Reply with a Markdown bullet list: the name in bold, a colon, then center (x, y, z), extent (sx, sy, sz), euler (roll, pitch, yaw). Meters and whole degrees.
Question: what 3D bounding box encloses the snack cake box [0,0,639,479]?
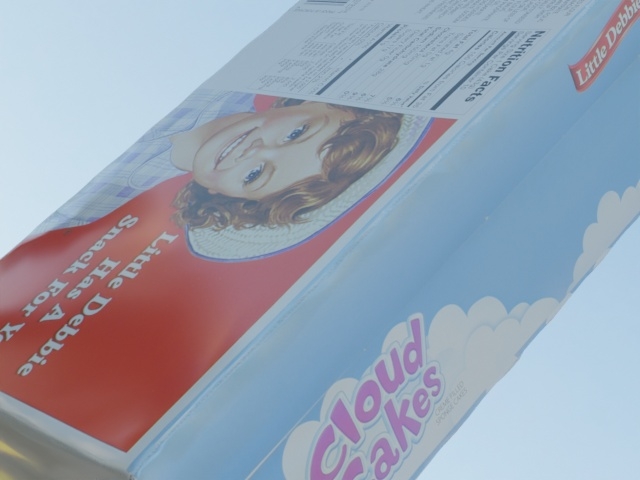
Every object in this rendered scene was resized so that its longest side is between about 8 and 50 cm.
- **snack cake box**: center (0.000, 0.000, 0.464), extent (0.152, 0.264, 0.089), euler (15, -40, 46)
